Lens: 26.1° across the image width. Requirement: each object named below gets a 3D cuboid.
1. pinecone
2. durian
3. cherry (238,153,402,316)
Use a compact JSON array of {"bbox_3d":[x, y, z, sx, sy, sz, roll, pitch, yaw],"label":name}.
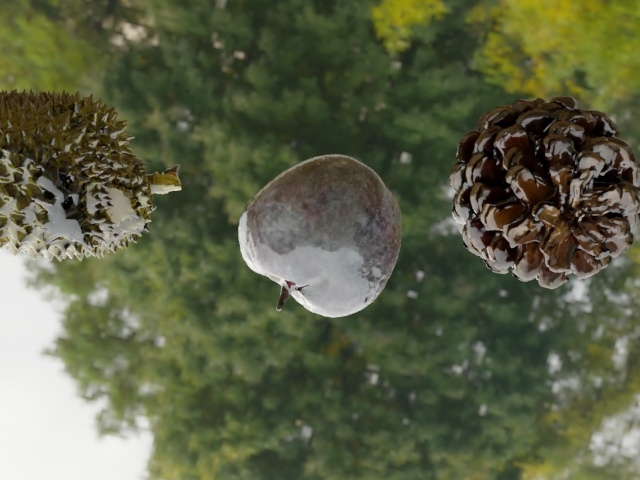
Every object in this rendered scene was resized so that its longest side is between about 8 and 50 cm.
[{"bbox_3d":[0.251,-0.045,1.509,0.222,0.221,0.221,14,-171,-2],"label":"pinecone"},{"bbox_3d":[-0.258,-0.052,1.377,0.237,0.193,0.138,1,-158,-5],"label":"durian"},{"bbox_3d":[0.007,-0.008,1.633,0.195,0.195,0.195,14,-171,-2],"label":"cherry"}]
